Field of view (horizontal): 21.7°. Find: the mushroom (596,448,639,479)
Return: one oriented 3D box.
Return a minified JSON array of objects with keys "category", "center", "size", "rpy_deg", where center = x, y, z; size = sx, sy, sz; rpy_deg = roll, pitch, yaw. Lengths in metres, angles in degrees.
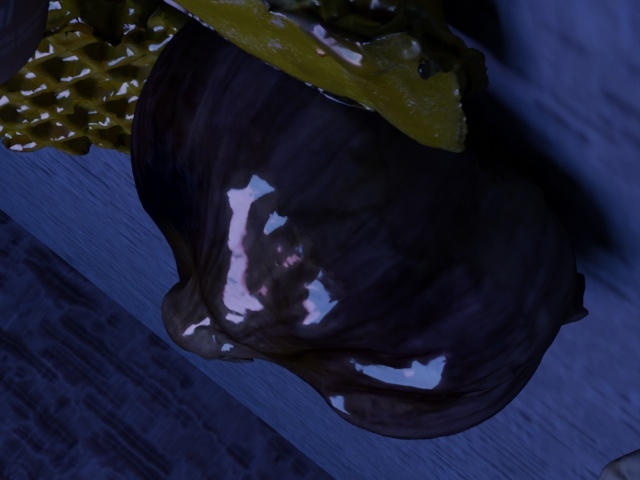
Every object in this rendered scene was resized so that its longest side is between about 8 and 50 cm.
[{"category":"mushroom","center":[0.258,0.196,0.795],"size":[0.350,0.128,0.128],"rpy_deg":[40,170,-14]}]

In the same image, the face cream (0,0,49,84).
[{"category":"face cream","center":[-0.172,-0.134,0.639],"size":[0.149,0.149,0.104],"rpy_deg":[37,134,21]}]

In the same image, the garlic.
[{"category":"garlic","center":[0.000,0.000,0.783],"size":[0.245,0.160,0.245],"rpy_deg":[43,162,17]}]

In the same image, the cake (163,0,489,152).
[{"category":"cake","center":[-0.006,-0.105,0.667],"size":[0.185,0.080,0.116],"rpy_deg":[20,171,37]}]

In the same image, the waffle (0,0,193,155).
[{"category":"waffle","center":[-0.140,-0.104,0.878],"size":[0.193,0.070,0.197],"rpy_deg":[-2,161,-2]}]
